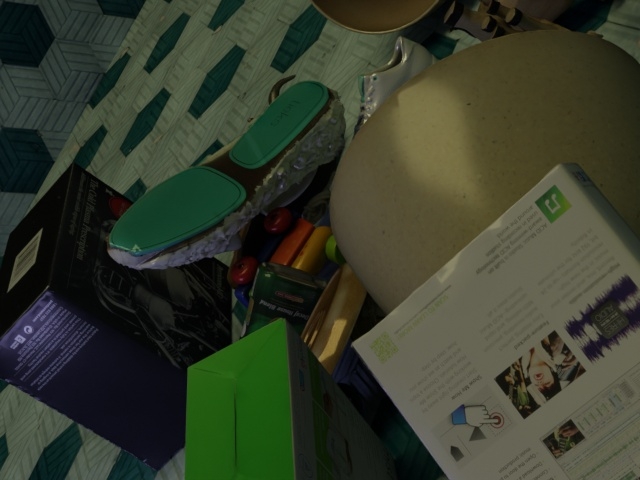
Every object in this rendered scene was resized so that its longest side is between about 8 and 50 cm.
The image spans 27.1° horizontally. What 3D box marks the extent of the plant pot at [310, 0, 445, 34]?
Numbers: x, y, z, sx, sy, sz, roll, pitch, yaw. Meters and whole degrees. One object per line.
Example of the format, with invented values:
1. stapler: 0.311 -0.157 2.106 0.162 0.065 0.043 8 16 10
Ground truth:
1. plant pot: 0.120 -0.467 2.054 0.284 0.284 0.191 -40 -9 30

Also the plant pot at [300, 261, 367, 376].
1. plant pot: -0.002 0.120 1.546 0.236 0.032 0.236 -63 5 10

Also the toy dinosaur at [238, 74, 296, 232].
1. toy dinosaur: -0.091 -0.117 2.149 0.314 0.121 0.160 -54 35 -11

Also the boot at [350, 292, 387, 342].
1. boot: 0.111 0.057 1.530 0.165 0.077 0.213 -48 17 15

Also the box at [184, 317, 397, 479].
1. box: -0.017 0.250 1.291 0.126 0.231 0.262 -27 33 14

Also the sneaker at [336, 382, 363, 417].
1. sneaker: -0.006 0.262 1.511 0.082 0.069 0.209 94 -161 -79

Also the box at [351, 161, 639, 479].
1. box: 0.202 0.136 1.008 0.232 0.322 0.058 -42 -17 24

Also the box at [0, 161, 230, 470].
1. box: -0.304 0.105 1.959 0.179 0.312 0.343 -44 26 22

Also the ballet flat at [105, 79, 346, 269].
1. ballet flat: -0.109 -0.063 1.863 0.409 0.147 0.147 -39 18 -20

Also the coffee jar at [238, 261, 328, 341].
1. coffee jar: -0.060 0.126 1.685 0.079 0.096 0.184 -111 39 -77

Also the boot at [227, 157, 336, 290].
1. boot: -0.068 -0.059 2.011 0.115 0.112 0.305 -32 32 62

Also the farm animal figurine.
1. farm animal figurine: 0.283 -0.311 1.625 0.327 0.172 0.330 -31 38 66

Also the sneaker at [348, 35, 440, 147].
1. sneaker: 0.081 -0.196 1.915 0.212 0.094 0.080 -56 25 -3

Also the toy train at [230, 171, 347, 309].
1. toy train: 0.000 0.000 1.817 0.143 0.105 0.248 8 57 48

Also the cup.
1. cup: 0.199 0.018 1.181 0.331 0.331 0.237 -44 45 23
